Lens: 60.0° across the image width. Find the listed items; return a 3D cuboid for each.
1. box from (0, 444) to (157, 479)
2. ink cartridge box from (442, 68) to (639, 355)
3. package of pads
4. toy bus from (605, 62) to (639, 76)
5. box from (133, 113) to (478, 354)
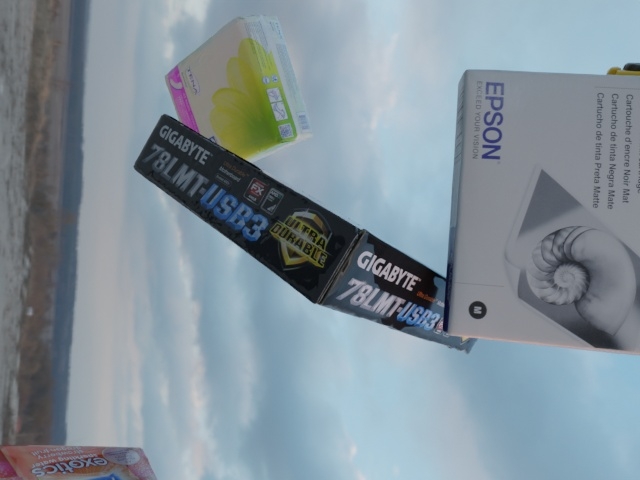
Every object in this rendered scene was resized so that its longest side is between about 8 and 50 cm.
[{"bbox_3d":[-0.215,0.300,0.416,0.123,0.128,0.256,23,-85,56],"label":"box"},{"bbox_3d":[0.220,-0.022,0.448,0.045,0.224,0.223,41,53,-84],"label":"ink cartridge box"},{"bbox_3d":[-0.160,-0.260,1.030,0.297,0.101,0.229,-11,-81,49],"label":"package of pads"},{"bbox_3d":[0.594,-0.220,0.952,0.220,0.211,0.149,15,-65,23],"label":"toy bus"},{"bbox_3d":[0.000,0.000,0.578,0.296,0.293,0.073,32,-86,39],"label":"box"}]
